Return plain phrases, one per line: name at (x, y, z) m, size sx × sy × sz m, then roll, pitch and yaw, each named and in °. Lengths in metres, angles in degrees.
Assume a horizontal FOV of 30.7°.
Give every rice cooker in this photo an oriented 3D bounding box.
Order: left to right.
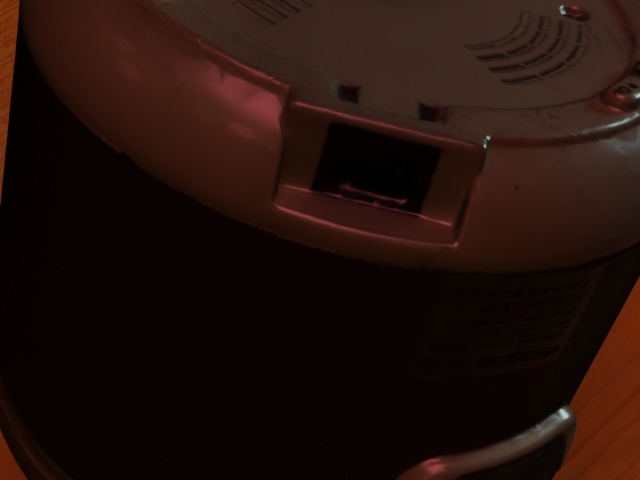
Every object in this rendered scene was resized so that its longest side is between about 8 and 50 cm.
rice cooker at (0.000, 0.000, 0.599) m, size 0.335 × 0.325 × 0.335 m, roll 11°, pitch 37°, yaw -9°
